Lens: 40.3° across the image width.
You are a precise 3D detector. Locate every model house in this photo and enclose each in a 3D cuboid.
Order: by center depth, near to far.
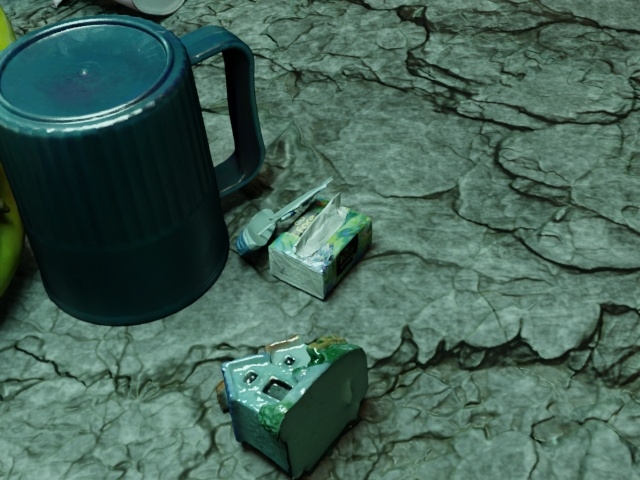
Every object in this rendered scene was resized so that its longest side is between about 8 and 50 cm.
[{"bbox_3d":[-0.048,0.151,0.909,0.149,0.119,0.148,19,49,31],"label":"model house"}]

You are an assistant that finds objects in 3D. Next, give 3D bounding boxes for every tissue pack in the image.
[{"bbox_3d":[0.001,-0.001,1.071,0.085,0.079,0.111,25,52,25],"label":"tissue pack"}]

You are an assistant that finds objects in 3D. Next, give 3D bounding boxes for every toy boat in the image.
[{"bbox_3d":[-0.050,-0.038,1.095,0.149,0.034,0.105,-45,12,-1],"label":"toy boat"}]

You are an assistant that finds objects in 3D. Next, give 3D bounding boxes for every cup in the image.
[{"bbox_3d":[-0.214,-0.090,1.025,0.308,0.292,0.242,-9,45,-3],"label":"cup"}]

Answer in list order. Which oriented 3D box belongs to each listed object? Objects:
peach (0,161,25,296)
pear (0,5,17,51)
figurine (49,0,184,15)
[{"bbox_3d":[-0.502,-0.026,0.973,0.316,0.281,0.314,6,45,-8],"label":"peach"},{"bbox_3d":[-0.548,-0.226,1.199,0.294,0.294,0.294,-2,45,2],"label":"pear"},{"bbox_3d":[-0.382,-0.519,1.549,0.316,0.206,0.284,21,56,14],"label":"figurine"}]
